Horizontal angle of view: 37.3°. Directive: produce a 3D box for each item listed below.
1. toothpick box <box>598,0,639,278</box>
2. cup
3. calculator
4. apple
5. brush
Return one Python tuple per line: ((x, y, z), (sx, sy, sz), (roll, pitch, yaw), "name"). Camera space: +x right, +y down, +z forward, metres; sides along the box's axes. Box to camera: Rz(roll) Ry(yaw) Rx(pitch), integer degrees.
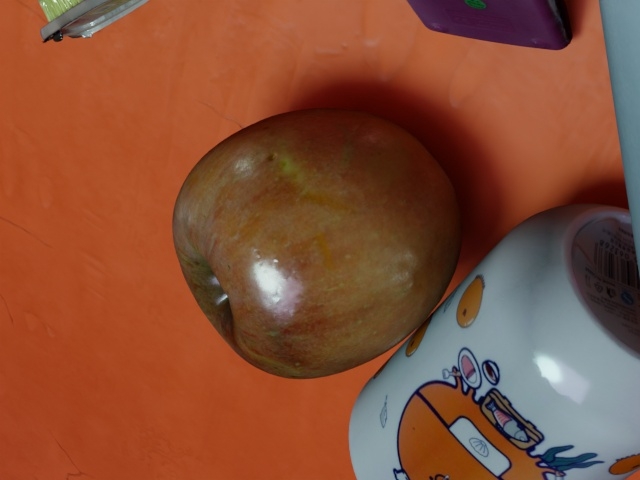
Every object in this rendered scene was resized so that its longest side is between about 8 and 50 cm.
((0.280, -0.089, 0.538), (0.263, 0.263, 0.355), (3, 126, 36), "toothpick box")
((0.181, 0.120, 0.805), (0.212, 0.212, 0.317), (37, 137, 4), "cup")
((0.101, -0.186, 0.656), (0.126, 0.034, 0.190), (15, 167, 28), "calculator")
((0.000, 0.000, 0.834), (0.253, 0.253, 0.254), (21, 135, 22), "apple")
((-0.159, -0.251, 0.848), (0.312, 0.072, 0.067), (-12, 103, 42), "brush")
